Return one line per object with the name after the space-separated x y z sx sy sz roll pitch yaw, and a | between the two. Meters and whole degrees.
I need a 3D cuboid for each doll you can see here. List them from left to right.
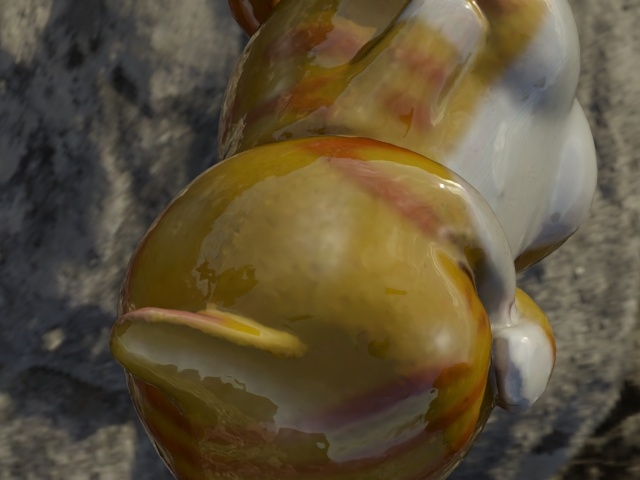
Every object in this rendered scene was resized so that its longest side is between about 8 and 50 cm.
0.018 -0.007 0.743 0.162 0.166 0.269 -5 39 20 | doll
